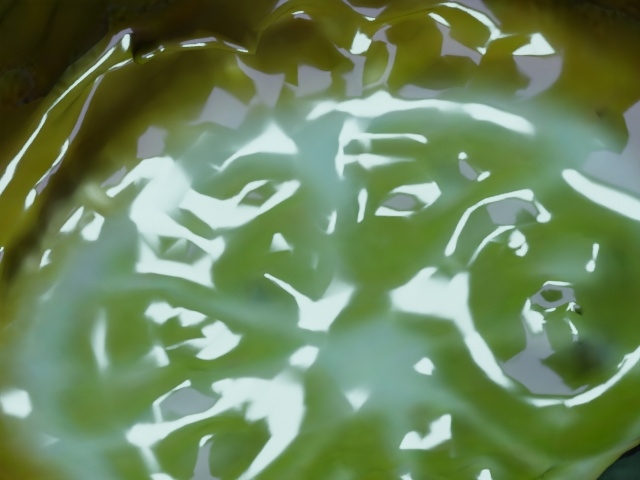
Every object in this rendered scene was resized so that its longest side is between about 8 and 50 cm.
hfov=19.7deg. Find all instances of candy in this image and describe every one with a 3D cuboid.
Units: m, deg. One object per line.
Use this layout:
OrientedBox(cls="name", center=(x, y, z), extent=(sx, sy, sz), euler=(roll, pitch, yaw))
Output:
OrientedBox(cls="candy", center=(0.000, 0.000, 0.559), extent=(0.260, 0.118, 0.260), euler=(-5, 128, -7))

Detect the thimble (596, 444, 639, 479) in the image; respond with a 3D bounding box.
OrientedBox(cls="thimble", center=(0.159, 0.175, 0.660), extent=(0.219, 0.219, 0.150), euler=(-24, 127, 5))
